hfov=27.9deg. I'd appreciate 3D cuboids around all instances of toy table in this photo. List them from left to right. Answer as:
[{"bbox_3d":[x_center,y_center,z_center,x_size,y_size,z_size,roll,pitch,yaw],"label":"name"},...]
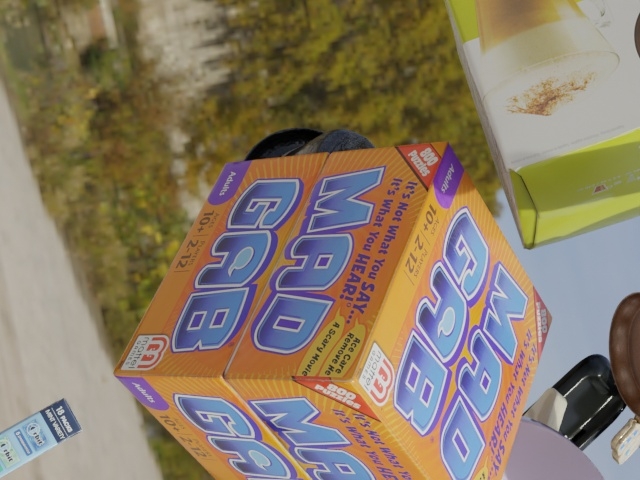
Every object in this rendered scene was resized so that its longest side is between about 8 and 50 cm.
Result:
[{"bbox_3d":[0.284,0.338,1.855,0.274,0.252,0.161,52,0,-16],"label":"toy table"}]

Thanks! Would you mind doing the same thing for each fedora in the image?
[{"bbox_3d":[0.018,-0.063,2.112,0.152,0.334,0.334,-45,-128,52],"label":"fedora"}]

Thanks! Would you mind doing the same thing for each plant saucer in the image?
[{"bbox_3d":[0.429,0.149,1.666,0.168,0.029,0.169,175,-90,-72],"label":"plant saucer"}]

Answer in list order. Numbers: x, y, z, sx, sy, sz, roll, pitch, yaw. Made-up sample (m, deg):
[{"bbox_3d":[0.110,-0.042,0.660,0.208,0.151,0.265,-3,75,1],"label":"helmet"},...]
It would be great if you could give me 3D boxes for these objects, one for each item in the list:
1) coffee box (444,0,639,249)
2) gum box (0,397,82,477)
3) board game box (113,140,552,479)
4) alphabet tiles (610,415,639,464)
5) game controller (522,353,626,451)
[{"bbox_3d":[0.357,-0.225,1.622,0.338,0.337,0.334,55,19,-69],"label":"coffee box"},{"bbox_3d":[-0.334,0.222,1.299,0.041,0.184,0.157,60,-17,0],"label":"gum box"},{"bbox_3d":[0.032,0.133,1.658,0.356,0.356,0.356,54,47,-37],"label":"board game box"},{"bbox_3d":[0.587,0.255,2.156,0.021,0.284,0.278,42,-6,25],"label":"alphabet tiles"},{"bbox_3d":[0.367,0.321,2.101,0.166,0.319,0.067,50,-4,-37],"label":"game controller"}]
